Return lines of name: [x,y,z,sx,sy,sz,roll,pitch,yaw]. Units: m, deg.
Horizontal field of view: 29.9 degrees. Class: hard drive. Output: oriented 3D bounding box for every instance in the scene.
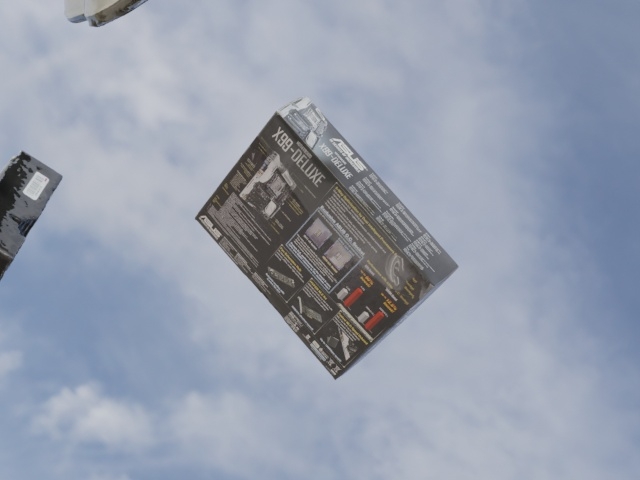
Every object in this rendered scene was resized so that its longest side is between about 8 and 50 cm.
hard drive: [-0.390,0.085,1.205,0.064,0.237,0.339,33,-71,-12]

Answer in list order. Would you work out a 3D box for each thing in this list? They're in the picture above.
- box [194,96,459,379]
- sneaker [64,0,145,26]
box: [0.000,0.000,1.606,0.307,0.076,0.242,48,-49,8]
sneaker: [-0.253,-0.380,1.298,0.258,0.169,0.447,61,-19,-18]
